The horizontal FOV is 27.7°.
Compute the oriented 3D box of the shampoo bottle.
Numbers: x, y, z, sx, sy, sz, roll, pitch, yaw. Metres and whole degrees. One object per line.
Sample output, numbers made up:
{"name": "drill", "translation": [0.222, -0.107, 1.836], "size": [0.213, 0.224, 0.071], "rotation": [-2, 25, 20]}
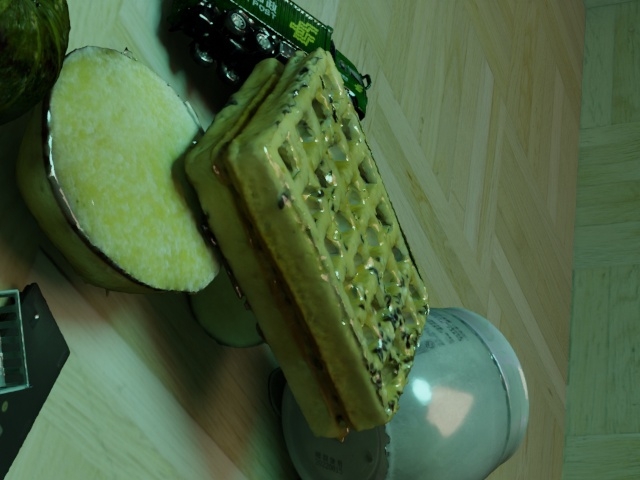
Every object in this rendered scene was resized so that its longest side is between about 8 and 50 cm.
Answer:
{"name": "shampoo bottle", "translation": [0.111, 0.222, 1.700], "size": [0.266, 0.273, 0.273], "rotation": [-10, 94, -39]}

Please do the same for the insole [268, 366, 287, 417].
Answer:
{"name": "insole", "translation": [-0.020, 0.217, 1.790], "size": [0.232, 0.003, 0.080], "rotation": [23, 63, -64]}

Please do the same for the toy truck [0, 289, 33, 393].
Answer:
{"name": "toy truck", "translation": [-0.302, 0.040, 1.031], "size": [0.080, 0.115, 0.177], "rotation": [-4, 86, -67]}

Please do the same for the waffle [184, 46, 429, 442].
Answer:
{"name": "waffle", "translation": [-0.001, 0.000, 1.438], "size": [0.376, 0.114, 0.261], "rotation": [65, 26, -26]}

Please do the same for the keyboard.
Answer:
{"name": "keyboard", "translation": [-0.300, 0.171, 1.116], "size": [0.317, 0.027, 0.106], "rotation": [-69, 148, -48]}

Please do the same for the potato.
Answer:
{"name": "potato", "translation": [-0.211, -0.063, 1.274], "size": [0.299, 0.116, 0.239], "rotation": [30, 57, -59]}

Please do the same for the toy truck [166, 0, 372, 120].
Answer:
{"name": "toy truck", "translation": [-0.058, -0.228, 1.567], "size": [0.259, 0.088, 0.121], "rotation": [32, 40, -28]}

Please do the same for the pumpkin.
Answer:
{"name": "pumpkin", "translation": [-0.299, -0.196, 1.053], "size": [0.224, 0.157, 0.223], "rotation": [-21, 90, -79]}

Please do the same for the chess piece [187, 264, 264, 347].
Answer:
{"name": "chess piece", "translation": [-0.063, 0.042, 1.604], "size": [0.243, 0.133, 0.133], "rotation": [-30, 112, -72]}

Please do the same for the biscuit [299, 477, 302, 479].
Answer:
{"name": "biscuit", "translation": [0.013, 0.418, 1.787], "size": [0.231, 0.025, 0.131], "rotation": [61, 32, -42]}
